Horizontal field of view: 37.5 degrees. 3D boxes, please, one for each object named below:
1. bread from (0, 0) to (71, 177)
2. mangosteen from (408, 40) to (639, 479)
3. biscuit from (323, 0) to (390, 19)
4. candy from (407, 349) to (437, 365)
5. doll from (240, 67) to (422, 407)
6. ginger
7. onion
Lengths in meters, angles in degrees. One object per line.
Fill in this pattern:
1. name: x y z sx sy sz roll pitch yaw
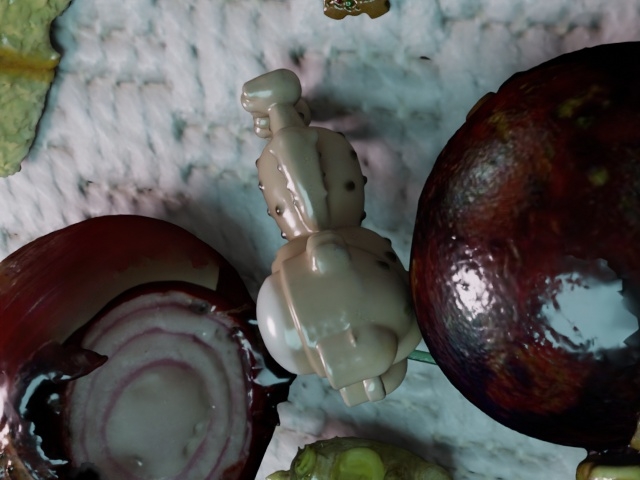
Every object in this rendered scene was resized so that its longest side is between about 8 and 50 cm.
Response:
1. bread: -0.397 -0.304 0.838 0.346 0.242 0.404 -42 68 44
2. mangosteen: 0.203 0.021 0.628 0.311 0.311 0.311 12 129 15
3. biscuit: 0.024 -0.212 0.723 0.082 0.016 0.092 -16 119 33
4. candy: 0.168 0.127 0.884 0.288 0.078 0.084 8 98 23
5. doll: -0.001 -0.002 0.745 0.119 0.278 0.154 -19 147 3
6. ginger: 0.045 0.270 1.028 0.216 0.102 0.157 7 154 14
7. onion: -0.214 0.151 0.914 0.342 0.341 0.341 12 129 15
